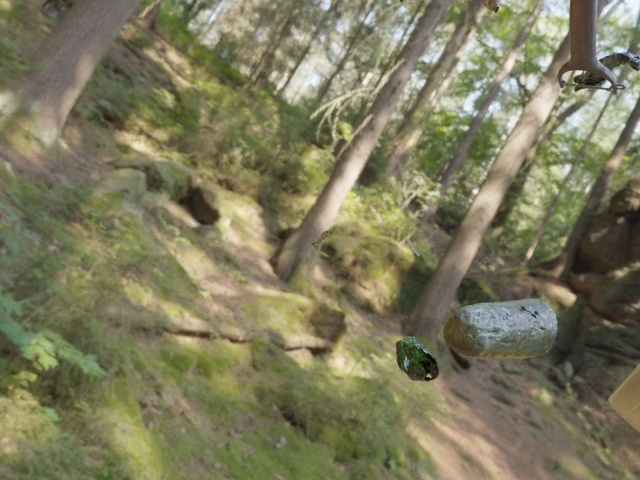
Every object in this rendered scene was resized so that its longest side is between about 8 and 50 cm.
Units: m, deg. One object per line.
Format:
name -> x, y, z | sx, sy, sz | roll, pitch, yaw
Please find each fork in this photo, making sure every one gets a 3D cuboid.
fork -> -0.001, 0.001, 1.014 | 0.016, 0.012, 0.115 | 42, -16, 0

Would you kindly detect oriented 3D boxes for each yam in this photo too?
yam -> 0.375, 0.184, 1.317 | 0.330, 0.133, 0.133 | 6, 9, -42

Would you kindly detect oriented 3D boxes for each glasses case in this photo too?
glasses case -> 0.568, 0.176, 0.965 | 0.070, 0.312, 0.131 | 47, -42, 30

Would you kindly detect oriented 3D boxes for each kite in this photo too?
kite -> 0.149, 0.000, 1.082 | 0.078, 0.002, 0.044 | 49, 15, -17

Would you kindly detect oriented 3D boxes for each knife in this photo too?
knife -> 0.468, -0.360, 1.102 | 0.123, 0.053, 0.278 | 13, -30, 32

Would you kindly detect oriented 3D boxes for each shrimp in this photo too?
shrimp -> 0.672, -0.414, 1.512 | 0.076, 0.082, 0.174 | 40, -30, -21

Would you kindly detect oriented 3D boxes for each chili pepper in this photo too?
chili pepper -> 0.151, 0.190, 1.004 | 0.182, 0.050, 0.073 | 88, -16, -81

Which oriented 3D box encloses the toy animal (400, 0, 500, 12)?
toy animal -> 0.352, -0.732, 1.671 | 0.309, 0.183, 0.247 | -7, -42, 9
